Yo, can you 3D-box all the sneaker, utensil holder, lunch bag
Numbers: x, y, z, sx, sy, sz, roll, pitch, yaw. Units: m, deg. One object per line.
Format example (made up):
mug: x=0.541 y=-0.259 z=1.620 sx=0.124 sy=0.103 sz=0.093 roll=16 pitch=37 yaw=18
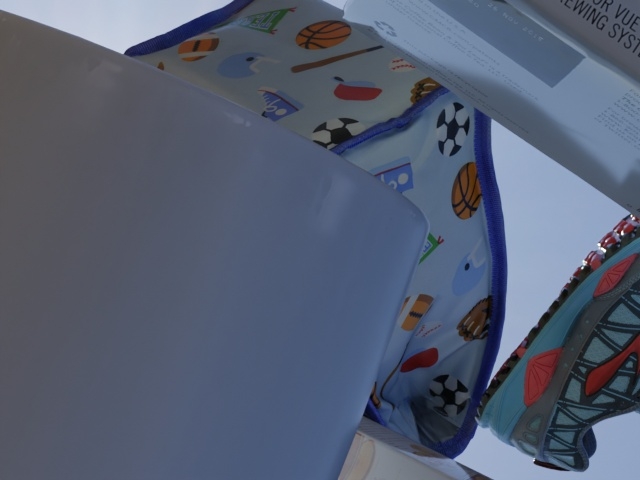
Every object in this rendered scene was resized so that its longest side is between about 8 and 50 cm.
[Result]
sneaker: x=0.238 y=0.077 z=1.458 sx=0.125 sy=0.104 sz=0.262 roll=37 pitch=-59 yaw=4
utensil holder: x=-0.155 y=0.110 z=0.926 sx=0.328 sy=0.328 sz=0.385 roll=17 pitch=-97 yaw=48
lunch bag: x=0.000 y=0.000 z=1.730 sx=0.328 sy=0.239 sz=0.385 roll=36 pitch=-33 yaw=46

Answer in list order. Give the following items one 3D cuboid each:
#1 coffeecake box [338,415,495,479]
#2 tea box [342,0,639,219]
coffeecake box: x=0.024 y=0.188 z=1.130 sx=0.185 sy=0.068 sz=0.142 roll=24 pitch=-86 yaw=23
tea box: x=0.245 y=-0.201 z=1.165 sx=0.329 sy=0.323 sz=0.220 roll=35 pitch=-12 yaw=-2
